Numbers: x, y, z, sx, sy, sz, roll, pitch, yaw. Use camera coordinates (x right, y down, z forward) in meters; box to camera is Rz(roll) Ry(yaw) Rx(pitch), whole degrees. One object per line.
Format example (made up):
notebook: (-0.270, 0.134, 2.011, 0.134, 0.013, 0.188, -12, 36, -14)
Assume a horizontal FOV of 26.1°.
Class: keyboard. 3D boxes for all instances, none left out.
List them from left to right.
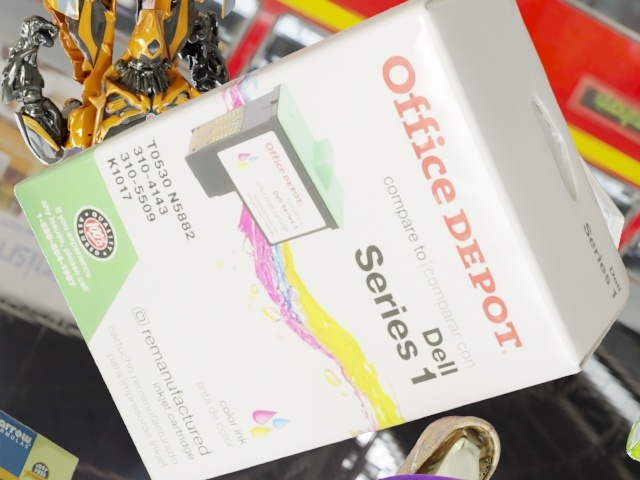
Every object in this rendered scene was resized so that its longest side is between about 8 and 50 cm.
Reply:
keyboard: (0.265, -0.064, 1.470, 0.014, 0.072, 0.256, -8, -144, -9)

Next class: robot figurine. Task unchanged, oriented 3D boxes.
robot figurine: (-0.154, -0.189, 1.131, 0.211, 0.291, 0.085, -8, -158, -35)

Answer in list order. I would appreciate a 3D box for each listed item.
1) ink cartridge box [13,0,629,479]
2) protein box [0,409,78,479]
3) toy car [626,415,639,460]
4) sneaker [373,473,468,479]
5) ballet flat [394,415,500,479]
ink cartridge box: (0.000, 0.000, 0.768, 0.201, 0.278, 0.117, 66, -151, -7)
protein box: (-0.334, 0.250, 1.121, 0.136, 0.199, 0.201, 38, -130, -25)
toy car: (0.401, 0.167, 1.292, 0.155, 0.149, 0.188, 24, 162, 0)
sneaker: (0.148, 0.192, 0.697, 0.293, 0.102, 0.146, 19, -176, 7)
ballet flat: (0.089, 0.301, 1.418, 0.107, 0.316, 0.106, 39, 152, -10)
